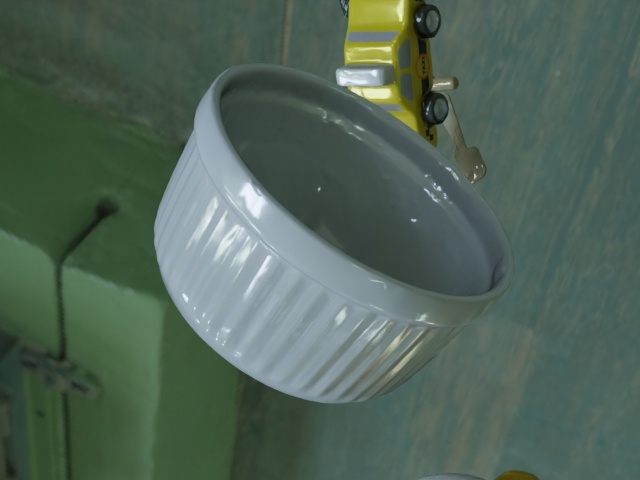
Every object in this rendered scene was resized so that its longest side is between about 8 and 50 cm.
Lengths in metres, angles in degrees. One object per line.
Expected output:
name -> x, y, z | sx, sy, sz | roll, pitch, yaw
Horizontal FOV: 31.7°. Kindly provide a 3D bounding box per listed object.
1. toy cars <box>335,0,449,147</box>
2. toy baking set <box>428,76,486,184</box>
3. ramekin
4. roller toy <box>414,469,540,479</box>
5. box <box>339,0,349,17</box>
toy cars -> 0.021, -0.114, 1.257 | 0.176, 0.087, 0.394 | 47, 132, 17
toy baking set -> 0.114, -0.128, 1.479 | 0.256, 0.197, 0.030 | -4, 161, 37
ramekin -> 0.000, 0.000, 0.669 | 0.207, 0.207, 0.109 | 35, 117, -1
roller toy -> 0.136, 0.331, 1.135 | 0.191, 0.209, 0.146 | 2, 166, 11
box -> 0.065, -0.265, 1.293 | 0.083, 0.067, 0.018 | 11, 117, -11
